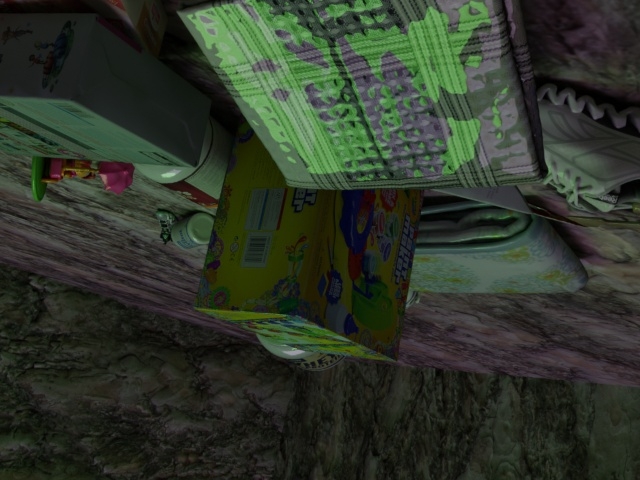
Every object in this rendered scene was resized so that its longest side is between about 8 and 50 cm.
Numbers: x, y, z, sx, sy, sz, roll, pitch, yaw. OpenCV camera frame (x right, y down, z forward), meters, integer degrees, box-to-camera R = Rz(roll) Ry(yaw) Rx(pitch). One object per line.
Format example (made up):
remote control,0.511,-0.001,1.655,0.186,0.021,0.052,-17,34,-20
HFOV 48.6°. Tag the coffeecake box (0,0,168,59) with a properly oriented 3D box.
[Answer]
coffeecake box,-0.269,-0.256,0.733,0.186,0.068,0.142,10,165,4

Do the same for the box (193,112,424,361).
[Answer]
box,0.000,0.000,1.026,0.177,0.290,0.279,1,162,32

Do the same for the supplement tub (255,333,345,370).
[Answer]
supplement tub,-0.045,0.216,1.918,0.235,0.235,0.325,6,164,19

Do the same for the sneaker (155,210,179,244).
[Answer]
sneaker,-0.350,-0.024,1.608,0.038,0.069,0.098,6,164,18

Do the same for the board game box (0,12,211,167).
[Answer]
board game box,-0.314,-0.165,0.803,0.303,0.097,0.224,6,170,23

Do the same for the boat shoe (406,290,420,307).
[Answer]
boat shoe,0.200,0.118,1.695,0.084,0.095,0.258,10,175,-7

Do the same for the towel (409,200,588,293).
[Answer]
towel,0.256,0.021,1.284,0.374,0.090,0.320,-2,163,34

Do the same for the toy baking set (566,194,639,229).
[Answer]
toy baking set,0.460,-0.056,0.984,0.197,0.030,0.256,15,164,-1

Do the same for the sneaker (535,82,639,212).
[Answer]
sneaker,0.283,-0.099,0.797,0.292,0.118,0.110,11,166,8

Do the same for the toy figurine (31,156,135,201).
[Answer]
toy figurine,-0.411,-0.127,1.255,0.159,0.130,0.173,5,-172,-12

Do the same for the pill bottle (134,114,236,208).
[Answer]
pill bottle,-0.190,-0.128,0.992,0.121,0.121,0.221,6,170,21

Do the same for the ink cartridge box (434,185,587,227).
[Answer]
ink cartridge box,0.204,-0.082,0.898,0.225,0.056,0.181,11,-167,-14

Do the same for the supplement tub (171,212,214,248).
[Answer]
supplement tub,-0.280,-0.020,1.568,0.071,0.071,0.107,21,161,-29

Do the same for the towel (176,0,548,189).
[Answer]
towel,0.040,-0.161,0.678,0.312,0.056,0.324,3,141,30
